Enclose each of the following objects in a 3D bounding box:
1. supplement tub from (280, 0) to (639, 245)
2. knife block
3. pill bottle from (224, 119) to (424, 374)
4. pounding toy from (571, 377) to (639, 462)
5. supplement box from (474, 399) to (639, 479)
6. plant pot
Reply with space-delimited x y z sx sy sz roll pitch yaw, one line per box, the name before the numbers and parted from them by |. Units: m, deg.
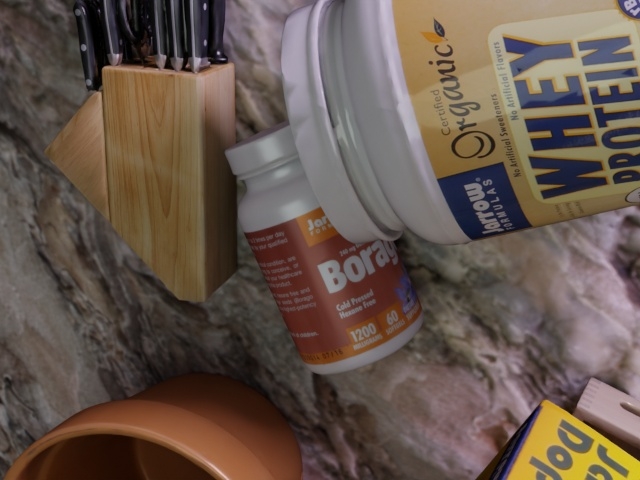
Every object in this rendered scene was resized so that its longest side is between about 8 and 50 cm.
supplement tub | 0.152 -0.123 0.663 0.316 0.228 0.228 -14 104 20
knife block | -0.120 -0.116 0.822 0.242 0.088 0.276 -40 93 25
pill bottle | 0.000 0.000 0.808 0.121 0.121 0.216 -20 102 22
pounding toy | 0.283 0.217 0.823 0.141 0.100 0.130 26 113 18
supplement box | 0.161 0.344 0.773 0.195 0.194 0.357 34 133 10
plant pot | -0.139 0.262 0.894 0.290 0.203 0.291 5 110 15
